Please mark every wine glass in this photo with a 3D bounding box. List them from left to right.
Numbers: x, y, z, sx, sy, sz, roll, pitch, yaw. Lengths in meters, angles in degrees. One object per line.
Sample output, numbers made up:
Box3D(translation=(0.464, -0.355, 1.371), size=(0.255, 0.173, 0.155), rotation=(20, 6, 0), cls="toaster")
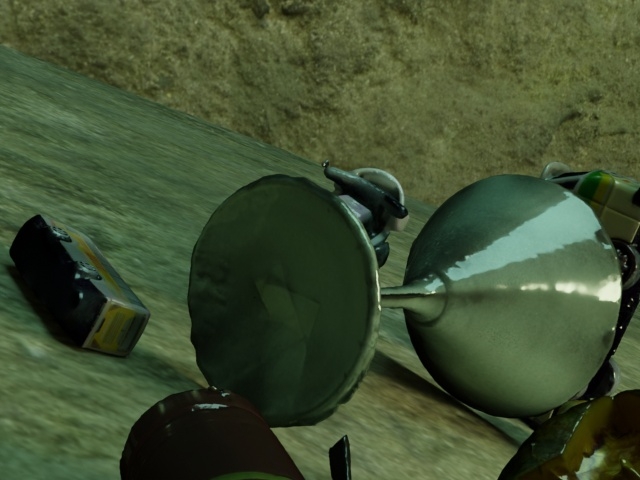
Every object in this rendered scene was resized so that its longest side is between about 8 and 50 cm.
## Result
Box3D(translation=(0.081, 0.051, 1.040), size=(0.267, 0.267, 0.406), rotation=(32, 17, 35), cls="wine glass")

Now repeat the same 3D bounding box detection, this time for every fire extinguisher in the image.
Box3D(translation=(-0.008, 0.177, 0.533), size=(0.105, 0.141, 0.341), rotation=(66, -11, -24), cls="fire extinguisher")

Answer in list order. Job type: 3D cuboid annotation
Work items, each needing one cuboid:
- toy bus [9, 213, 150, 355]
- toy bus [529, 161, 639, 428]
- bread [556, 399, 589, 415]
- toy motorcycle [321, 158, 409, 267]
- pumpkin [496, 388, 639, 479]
Box3D(translation=(-0.210, 0.037, 0.955), size=(0.072, 0.057, 0.172), rotation=(24, 10, -38), cls="toy bus")
Box3D(translation=(0.291, 0.056, 1.310), size=(0.179, 0.305, 0.143), rotation=(29, 12, 32), cls="toy bus")
Box3D(translation=(0.364, 0.267, 1.058), size=(0.077, 0.084, 0.367), rotation=(-28, 40, -23), cls="bread")
Box3D(translation=(0.000, 0.000, 1.236), size=(0.143, 0.188, 0.327), rotation=(36, 14, 19), cls="toy motorcycle")
Box3D(translation=(0.214, 0.202, 0.704), size=(0.238, 0.159, 0.238), rotation=(-17, 25, 8), cls="pumpkin")
